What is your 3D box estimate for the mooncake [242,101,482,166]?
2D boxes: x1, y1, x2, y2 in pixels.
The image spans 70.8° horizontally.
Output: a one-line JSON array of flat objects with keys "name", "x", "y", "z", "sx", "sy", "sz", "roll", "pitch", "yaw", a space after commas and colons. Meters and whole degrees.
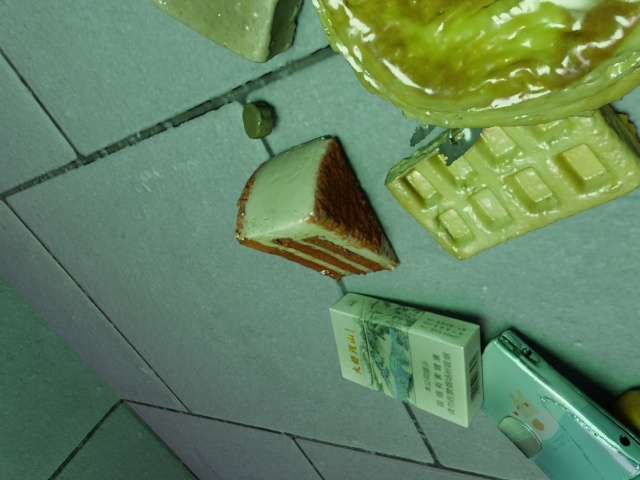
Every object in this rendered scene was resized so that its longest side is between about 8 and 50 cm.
[{"name": "mooncake", "x": 0.020, "y": -0.149, "z": 0.578, "sx": 0.347, "sy": 0.057, "sz": 0.150, "roll": 30, "pitch": 135, "yaw": 25}]

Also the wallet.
[{"name": "wallet", "x": 0.353, "y": 0.274, "z": 0.706, "sx": 0.250, "sy": 0.075, "sz": 0.176, "roll": 45, "pitch": 147, "yaw": 29}]

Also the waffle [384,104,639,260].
[{"name": "waffle", "x": 0.219, "y": -0.080, "z": 0.551, "sx": 0.168, "sy": 0.057, "sz": 0.274, "roll": 46, "pitch": 137, "yaw": -11}]

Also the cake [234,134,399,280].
[{"name": "cake", "x": 0.000, "y": 0.000, "z": 0.689, "sx": 0.158, "sy": 0.159, "sz": 0.262, "roll": -14, "pitch": 120, "yaw": 37}]

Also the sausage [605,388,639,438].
[{"name": "sausage", "x": 0.483, "y": 0.343, "z": 0.727, "sx": 0.105, "sy": 0.105, "sz": 0.274, "roll": 20, "pitch": 133, "yaw": 17}]

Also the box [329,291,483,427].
[{"name": "box", "x": 0.144, "y": 0.198, "z": 0.787, "sx": 0.257, "sy": 0.069, "sz": 0.164, "roll": 10, "pitch": 121, "yaw": 39}]

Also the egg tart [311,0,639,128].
[{"name": "egg tart", "x": 0.154, "y": -0.260, "z": 0.367, "sx": 0.352, "sy": 0.150, "sz": 0.351, "roll": 14, "pitch": 128, "yaw": 18}]

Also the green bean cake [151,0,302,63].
[{"name": "green bean cake", "x": -0.113, "y": -0.306, "z": 0.543, "sx": 0.179, "sy": 0.085, "sz": 0.109, "roll": 31, "pitch": 139, "yaw": 7}]
